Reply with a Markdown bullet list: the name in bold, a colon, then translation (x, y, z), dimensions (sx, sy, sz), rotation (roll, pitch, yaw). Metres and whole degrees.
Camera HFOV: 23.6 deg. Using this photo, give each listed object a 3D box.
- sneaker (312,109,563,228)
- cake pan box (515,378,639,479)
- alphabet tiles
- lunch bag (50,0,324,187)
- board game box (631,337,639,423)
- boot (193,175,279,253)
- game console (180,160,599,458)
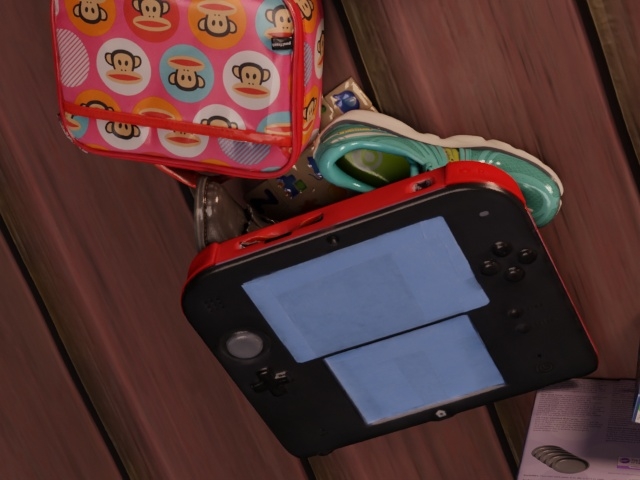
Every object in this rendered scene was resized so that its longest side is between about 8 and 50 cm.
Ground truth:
- **sneaker**: translation (0.123, -0.059, 1.649), dimensions (0.275, 0.110, 0.107), rotation (13, 110, 2)
- **cake pan box**: translation (0.352, 0.238, 1.656), dimensions (0.266, 0.246, 0.070), rotation (2, 118, 13)
- **alphabet tiles**: translation (0.007, -0.070, 1.739), dimensions (0.198, 0.009, 0.237), rotation (-34, 102, 26)
- **lunch bag**: translation (-0.144, -0.179, 1.671), dimensions (0.293, 0.120, 0.258), rotation (9, 118, 15)
- **board game box**: translation (0.404, 0.142, 1.621), dimensions (0.136, 0.201, 0.035), rotation (13, 117, 10)
- **boot**: translation (0.000, 0.000, 1.693), dimensions (0.229, 0.091, 0.263), rotation (-10, 143, 20)
- **game console**: translation (0.076, 0.089, 1.671), dimensions (0.386, 0.060, 0.342), rotation (-18, 128, 16)
